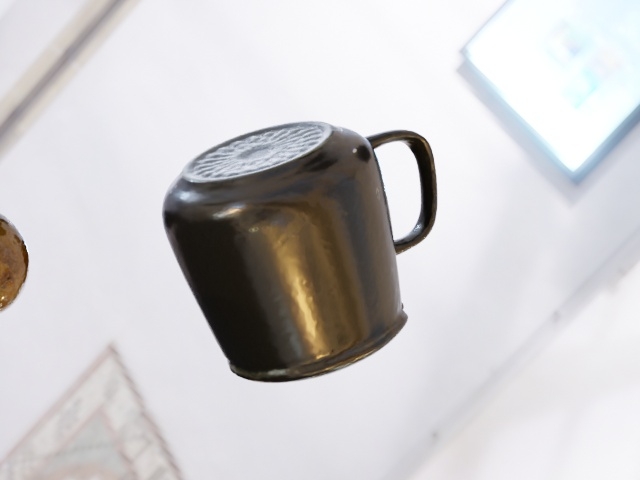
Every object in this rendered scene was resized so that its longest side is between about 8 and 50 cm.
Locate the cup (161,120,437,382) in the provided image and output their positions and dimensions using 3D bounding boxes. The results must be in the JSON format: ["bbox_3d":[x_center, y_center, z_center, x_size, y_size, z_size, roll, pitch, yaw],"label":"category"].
[{"bbox_3d":[0.000,0.000,1.323,0.169,0.223,0.176,16,126,63],"label":"cup"}]

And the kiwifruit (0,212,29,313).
[{"bbox_3d":[-0.233,0.011,1.103,0.124,0.075,0.075,18,171,46],"label":"kiwifruit"}]
